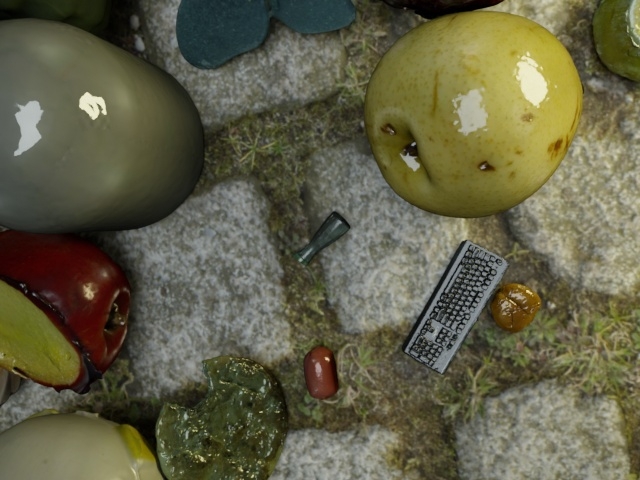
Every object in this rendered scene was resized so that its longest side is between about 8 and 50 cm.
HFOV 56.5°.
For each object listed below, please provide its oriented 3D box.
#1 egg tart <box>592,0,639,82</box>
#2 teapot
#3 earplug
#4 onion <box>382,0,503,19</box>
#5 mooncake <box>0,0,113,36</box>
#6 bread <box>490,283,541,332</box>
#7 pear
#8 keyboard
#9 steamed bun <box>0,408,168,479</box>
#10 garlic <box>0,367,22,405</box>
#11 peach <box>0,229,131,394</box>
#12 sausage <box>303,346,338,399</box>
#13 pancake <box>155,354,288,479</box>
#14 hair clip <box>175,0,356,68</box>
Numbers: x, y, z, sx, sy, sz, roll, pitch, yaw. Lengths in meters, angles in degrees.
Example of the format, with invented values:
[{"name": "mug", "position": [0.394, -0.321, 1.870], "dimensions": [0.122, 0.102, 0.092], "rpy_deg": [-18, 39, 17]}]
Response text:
[{"name": "egg tart", "position": [0.535, -0.345, 0.941], "dimensions": [0.197, 0.078, 0.197], "rpy_deg": [1, 96, 7]}, {"name": "teapot", "position": [0.000, 0.000, 1.047], "dimensions": [0.111, 0.043, 0.043], "rpy_deg": [-44, 88, 12]}, {"name": "earplug", "position": [-0.389, -0.165, 0.907], "dimensions": [0.313, 0.394, 0.312], "rpy_deg": [0, 93, 8]}, {"name": "onion", "position": [0.192, -0.465, 0.873], "dimensions": [0.314, 0.314, 0.232], "rpy_deg": [-21, 133, 8]}, {"name": "mooncake", "position": [-0.501, -0.440, 0.926], "dimensions": [0.356, 0.356, 0.194], "rpy_deg": [17, 104, 6]}, {"name": "bread", "position": [0.329, 0.111, 1.009], "dimensions": [0.083, 0.046, 0.081], "rpy_deg": [-28, 92, 7]}, {"name": "pear", "position": [0.224, -0.188, 0.885], "dimensions": [0.309, 0.309, 0.309], "rpy_deg": [0, 93, 7]}, {"name": "keyboard", "position": [0.233, 0.117, 1.032], "dimensions": [0.094, 0.025, 0.230], "rpy_deg": [29, 96, 7]}, {"name": "steamed bun", "position": [-0.418, 0.452, 0.980], "dimensions": [0.374, 0.334, 0.334], "rpy_deg": [2, 94, 27]}, {"name": "garlic", "position": [-0.628, 0.260, 1.111], "dimensions": [0.131, 0.127, 0.194], "rpy_deg": [54, 130, 30]}, {"name": "peach", "position": [-0.484, 0.098, 1.037], "dimensions": [0.362, 0.201, 0.257], "rpy_deg": [10, 123, 18]}, {"name": "sausage", "position": [-0.001, 0.235, 1.050], "dimensions": [0.054, 0.059, 0.094], "rpy_deg": [-8, 95, 13]}, {"name": "pancake", "position": [-0.162, 0.329, 1.027], "dimensions": [0.253, 0.037, 0.253], "rpy_deg": [4, 83, -32]}, {"name": "hair clip", "position": [-0.106, -0.491, 0.916], "dimensions": [0.318, 0.392, 0.238], "rpy_deg": [-2, 67, 8]}]
